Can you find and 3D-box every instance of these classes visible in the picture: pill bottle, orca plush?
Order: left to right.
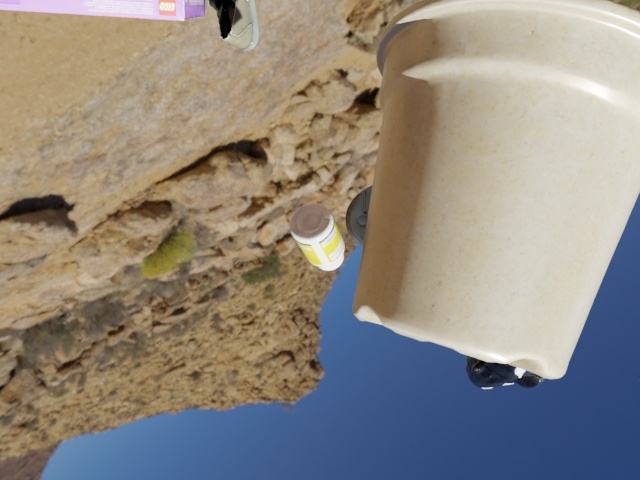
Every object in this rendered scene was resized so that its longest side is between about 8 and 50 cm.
[{"bbox_3d":[0.000,0.000,0.777,0.065,0.065,0.116,-41,148,-9],"label":"pill bottle"},{"bbox_3d":[0.315,0.212,0.899,0.102,0.151,0.287,-32,174,-25],"label":"orca plush"}]

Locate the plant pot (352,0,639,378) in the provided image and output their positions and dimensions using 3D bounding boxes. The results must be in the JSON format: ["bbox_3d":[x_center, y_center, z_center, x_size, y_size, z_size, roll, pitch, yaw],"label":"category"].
[{"bbox_3d":[0.180,-0.032,0.563,0.334,0.334,0.305,178,-70,-75],"label":"plant pot"}]

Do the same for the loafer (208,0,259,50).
[{"bbox_3d":[-0.202,-0.557,1.164,0.094,0.251,0.087,-6,-171,42],"label":"loafer"}]

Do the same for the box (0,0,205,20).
[{"bbox_3d":[-0.305,-0.319,0.660,0.293,0.057,0.201,1,-155,-6],"label":"box"}]

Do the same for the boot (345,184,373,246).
[{"bbox_3d":[0.167,-0.036,1.044,0.348,0.131,0.260,-13,172,-25],"label":"boot"}]
